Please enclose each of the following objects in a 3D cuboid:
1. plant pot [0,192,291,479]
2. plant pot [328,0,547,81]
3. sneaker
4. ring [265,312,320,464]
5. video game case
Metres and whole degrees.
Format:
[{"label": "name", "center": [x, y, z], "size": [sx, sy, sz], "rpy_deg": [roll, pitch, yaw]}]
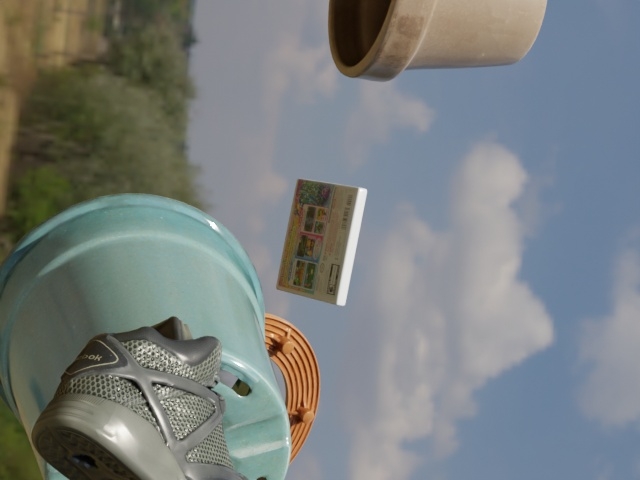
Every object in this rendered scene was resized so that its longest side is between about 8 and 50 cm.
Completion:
[{"label": "plant pot", "center": [-0.189, 0.161, 1.644], "size": [0.334, 0.341, 0.341], "rpy_deg": [-128, -137, -64]}, {"label": "plant pot", "center": [0.160, -0.317, 1.913], "size": [0.263, 0.229, 0.263], "rpy_deg": [-170, -90, -72]}, {"label": "sneaker", "center": [-0.081, 0.136, 0.973], "size": [0.087, 0.227, 0.130], "rpy_deg": [-14, -140, 38]}, {"label": "ring", "center": [-0.136, 0.261, 2.171], "size": [0.032, 0.336, 0.336], "rpy_deg": [35, -57, 47]}, {"label": "video game case", "center": [0.000, 0.000, 2.003], "size": [0.143, 0.019, 0.157], "rpy_deg": [12, -89, 54]}]
